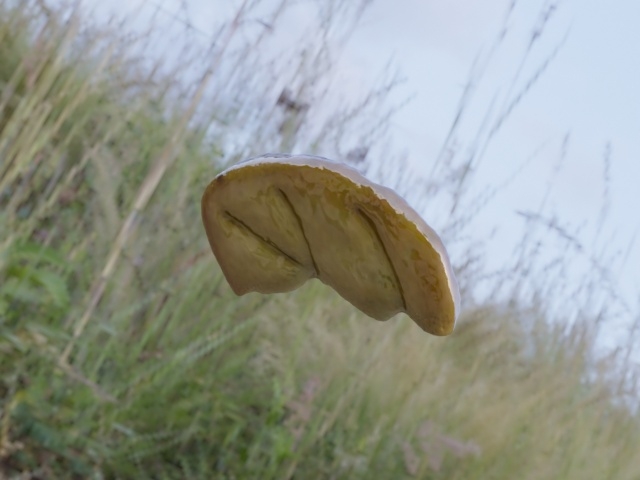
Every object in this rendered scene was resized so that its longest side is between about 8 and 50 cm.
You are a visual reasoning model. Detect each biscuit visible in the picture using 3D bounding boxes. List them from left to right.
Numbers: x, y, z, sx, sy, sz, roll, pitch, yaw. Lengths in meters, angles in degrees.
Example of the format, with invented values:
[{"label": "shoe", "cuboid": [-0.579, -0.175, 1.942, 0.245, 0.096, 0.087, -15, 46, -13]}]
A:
[{"label": "biscuit", "cuboid": [0.001, -0.004, 1.294, 0.299, 0.045, 0.154, 9, -67, 38]}]
